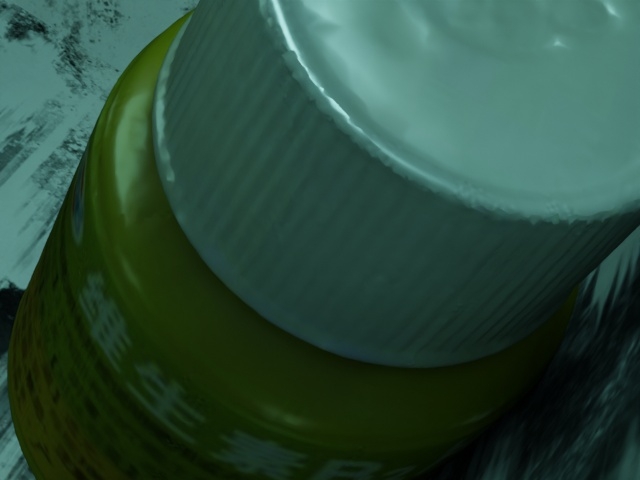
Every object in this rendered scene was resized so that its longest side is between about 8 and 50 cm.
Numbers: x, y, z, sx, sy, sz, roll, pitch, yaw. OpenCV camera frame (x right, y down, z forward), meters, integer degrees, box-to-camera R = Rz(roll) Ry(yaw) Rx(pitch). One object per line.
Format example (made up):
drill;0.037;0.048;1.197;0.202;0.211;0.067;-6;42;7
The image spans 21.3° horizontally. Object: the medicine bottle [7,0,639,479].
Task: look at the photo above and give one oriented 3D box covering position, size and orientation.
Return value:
medicine bottle;0.000;0.000;0.758;0.224;0.224;0.384;-59;3;-35
